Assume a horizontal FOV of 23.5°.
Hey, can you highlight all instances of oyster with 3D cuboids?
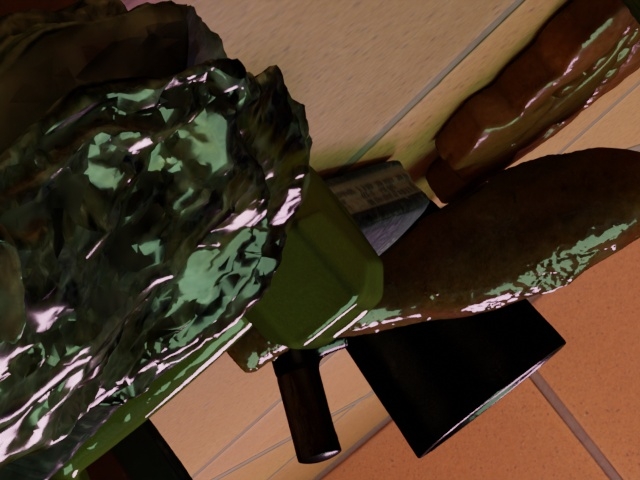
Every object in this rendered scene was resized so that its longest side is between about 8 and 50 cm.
[{"bbox_3d":[-0.132,0.009,0.488,0.351,0.158,0.162,-18,116,-43],"label":"oyster"}]

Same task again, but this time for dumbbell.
[{"bbox_3d":[-0.103,0.077,0.895,0.302,0.108,0.121,-40,169,11],"label":"dumbbell"}]

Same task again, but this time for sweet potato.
[{"bbox_3d":[0.104,0.015,1.213,0.385,0.109,0.109,-21,169,0],"label":"sweet potato"}]

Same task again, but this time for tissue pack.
[{"bbox_3d":[0.000,0.000,1.075,0.112,0.051,0.156,-40,170,25],"label":"tissue pack"}]

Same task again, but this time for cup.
[{"bbox_3d":[0.074,0.088,1.344,0.239,0.177,0.166,-30,167,-39],"label":"cup"}]

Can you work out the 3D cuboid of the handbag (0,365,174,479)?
[{"bbox_3d":[-0.175,0.069,0.736,0.270,0.089,0.175,-43,160,27],"label":"handbag"}]

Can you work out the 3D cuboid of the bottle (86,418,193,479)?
[{"bbox_3d":[-0.241,0.251,1.083,0.336,0.144,0.144,-36,169,-7],"label":"bottle"}]

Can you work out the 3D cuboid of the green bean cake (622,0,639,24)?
[{"bbox_3d":[0.357,-0.197,0.933,0.335,0.218,0.319,-40,164,17],"label":"green bean cake"}]

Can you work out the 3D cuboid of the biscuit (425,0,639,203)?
[{"bbox_3d":[0.215,-0.137,1.217,0.306,0.043,0.284,-32,168,-31],"label":"biscuit"}]
